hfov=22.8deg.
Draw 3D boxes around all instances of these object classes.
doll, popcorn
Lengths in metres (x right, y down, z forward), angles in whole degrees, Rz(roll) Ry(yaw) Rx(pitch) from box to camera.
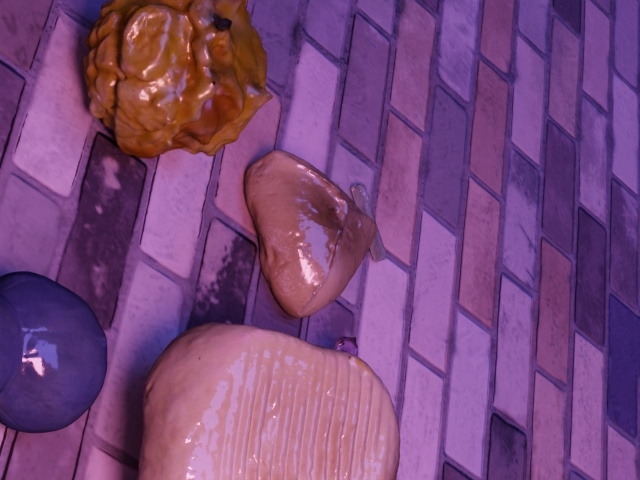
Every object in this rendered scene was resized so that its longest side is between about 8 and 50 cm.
[{"bbox_3d":[-0.344,0.112,1.673,0.258,0.154,0.228,14,56,-54],"label":"doll"},{"bbox_3d":[-0.173,-0.221,1.986,0.249,0.225,0.249,33,46,-43],"label":"popcorn"}]

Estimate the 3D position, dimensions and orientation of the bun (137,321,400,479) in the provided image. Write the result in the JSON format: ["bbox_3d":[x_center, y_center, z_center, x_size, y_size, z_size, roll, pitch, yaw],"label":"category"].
[{"bbox_3d":[-0.073,0.263,1.836,0.361,0.213,0.361,11,68,-30],"label":"bun"}]

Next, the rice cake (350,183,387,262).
[{"bbox_3d":[0.072,-0.026,2.336,0.022,0.021,0.121,2,68,-61],"label":"rice cake"}]

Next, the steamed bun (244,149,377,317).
[{"bbox_3d":[-0.012,-0.028,2.168,0.212,0.110,0.231,53,36,-15],"label":"steamed bun"}]

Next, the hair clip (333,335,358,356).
[{"bbox_3d":[0.020,0.269,2.068,0.137,0.090,0.278,19,61,-44],"label":"hair clip"}]
